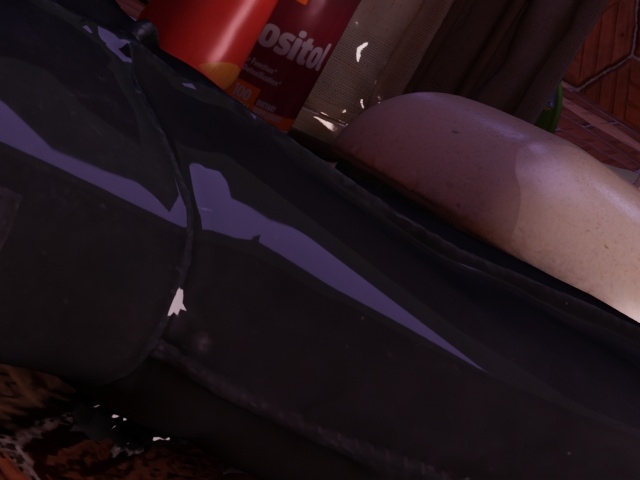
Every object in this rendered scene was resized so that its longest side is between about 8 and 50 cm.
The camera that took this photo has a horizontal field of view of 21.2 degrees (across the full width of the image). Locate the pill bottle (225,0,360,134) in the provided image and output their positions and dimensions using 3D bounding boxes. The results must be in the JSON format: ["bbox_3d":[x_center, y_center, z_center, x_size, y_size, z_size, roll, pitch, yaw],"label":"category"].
[{"bbox_3d":[-0.025,-0.142,1.016,0.086,0.152,0.086,28,12,-6],"label":"pill bottle"}]

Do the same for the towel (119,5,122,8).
[{"bbox_3d":[-0.257,-0.208,1.212,0.237,0.021,0.102,18,11,-42],"label":"towel"}]

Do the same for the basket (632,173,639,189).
[{"bbox_3d":[0.379,0.041,0.991,0.266,0.328,0.331,21,14,-45],"label":"basket"}]

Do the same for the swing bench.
[{"bbox_3d":[0.063,-0.161,1.216,0.165,0.253,0.254,38,13,30],"label":"swing bench"}]

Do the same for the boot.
[{"bbox_3d":[0.000,0.001,0.656,0.445,0.146,0.367,23,22,-20],"label":"boot"}]

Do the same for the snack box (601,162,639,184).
[{"bbox_3d":[0.271,0.014,1.256,0.322,0.060,0.187,11,23,-41],"label":"snack box"}]

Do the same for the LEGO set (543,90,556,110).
[{"bbox_3d":[0.087,-0.234,1.483,0.255,0.331,0.192,11,-14,-36],"label":"LEGO set"}]

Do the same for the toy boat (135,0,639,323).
[{"bbox_3d":[0.030,-0.018,0.868,0.318,0.148,0.267,33,2,-15],"label":"toy boat"}]

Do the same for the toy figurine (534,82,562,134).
[{"bbox_3d":[0.127,-0.150,1.725,0.159,0.130,0.173,8,2,-39],"label":"toy figurine"}]
